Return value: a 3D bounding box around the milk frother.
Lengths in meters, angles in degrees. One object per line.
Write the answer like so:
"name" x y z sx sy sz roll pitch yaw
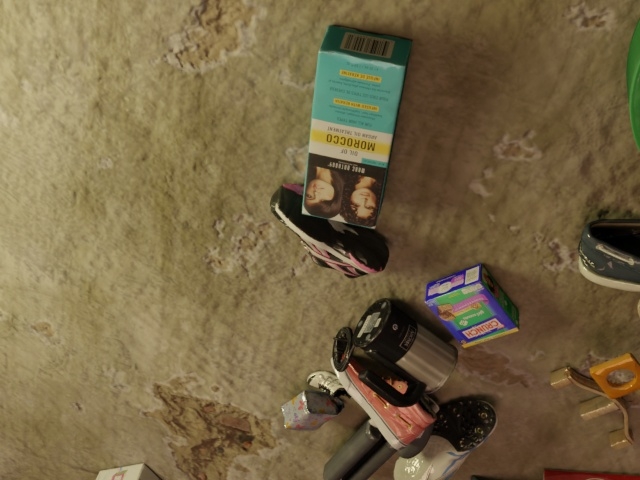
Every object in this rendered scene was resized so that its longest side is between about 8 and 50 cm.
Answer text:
"milk frother" 0.102 0.168 1.300 0.135 0.129 0.143 36 174 -17

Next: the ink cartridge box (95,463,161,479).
"ink cartridge box" -0.381 0.499 1.759 0.122 0.052 0.088 -15 126 29

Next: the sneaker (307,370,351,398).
"sneaker" 0.017 0.234 1.412 0.083 0.037 0.032 3 134 15

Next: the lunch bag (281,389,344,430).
"lunch bag" -0.011 0.282 1.453 0.083 0.053 0.071 15 140 -34

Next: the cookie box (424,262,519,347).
"cookie box" 0.212 0.093 1.223 0.092 0.040 0.107 -24 122 32

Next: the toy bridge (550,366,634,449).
"toy bridge" 0.420 0.248 1.319 0.063 0.026 0.188 -30 119 32

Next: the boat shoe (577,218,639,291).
"boat shoe" 0.443 0.017 1.056 0.254 0.095 0.079 11 146 18

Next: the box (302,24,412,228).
"box" 0.039 -0.129 1.052 0.100 0.060 0.244 12 134 5

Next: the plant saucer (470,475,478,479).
"plant saucer" 0.328 0.475 1.485 0.192 0.018 0.067 32 148 42

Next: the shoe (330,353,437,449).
"shoe" 0.098 0.228 1.346 0.081 0.063 0.178 -42 77 14

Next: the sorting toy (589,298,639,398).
"sorting toy" 0.524 0.118 1.148 0.347 0.047 0.196 -18 123 20

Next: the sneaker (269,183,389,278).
"sneaker" 0.000 0.000 1.181 0.178 0.072 0.077 38 141 -12

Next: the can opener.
"can opener" 0.095 0.346 1.450 0.076 0.095 0.283 27 126 -13

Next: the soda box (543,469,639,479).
"soda box" 0.497 0.441 1.429 0.263 0.092 0.083 0 131 17

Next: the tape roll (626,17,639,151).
"tape roll" 0.478 -0.166 0.884 0.321 0.077 0.321 8 133 8

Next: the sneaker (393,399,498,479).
"sneaker" 0.211 0.333 1.432 0.086 0.085 0.237 2 139 -42
